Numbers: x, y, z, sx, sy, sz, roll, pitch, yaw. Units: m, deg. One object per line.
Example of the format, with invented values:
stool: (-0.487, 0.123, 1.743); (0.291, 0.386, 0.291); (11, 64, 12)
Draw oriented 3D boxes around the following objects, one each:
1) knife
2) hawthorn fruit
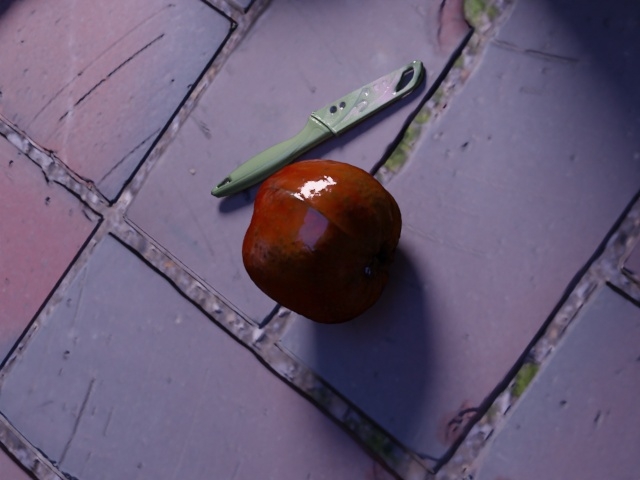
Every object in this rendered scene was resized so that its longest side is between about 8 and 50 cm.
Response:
knife: (-0.004, -0.089, 1.532); (0.207, 0.014, 0.030); (-29, 64, 17)
hawthorn fruit: (0.000, 0.000, 1.446); (0.128, 0.128, 0.128); (-9, 71, 27)
